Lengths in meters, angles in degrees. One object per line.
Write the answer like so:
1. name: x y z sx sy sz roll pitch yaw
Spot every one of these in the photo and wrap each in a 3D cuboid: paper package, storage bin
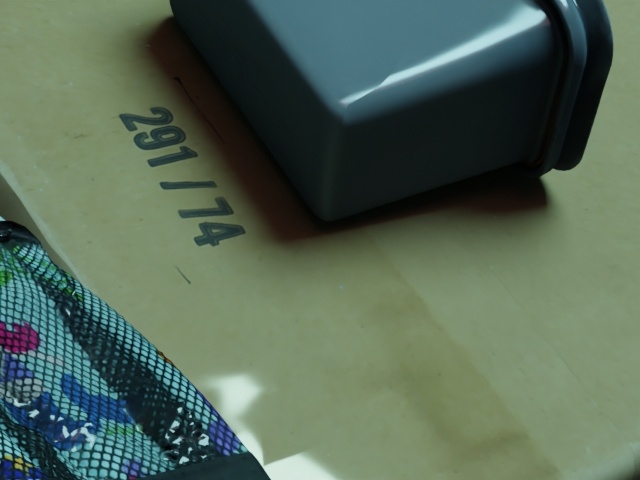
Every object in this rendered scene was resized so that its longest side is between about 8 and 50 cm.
1. paper package: 0.000 0.000 0.678 0.309 0.168 0.325 -22 60 -32
2. storage bin: 0.015 -0.075 0.578 0.091 0.098 0.135 -24 60 -22

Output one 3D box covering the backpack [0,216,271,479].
1. backpack: -0.157 0.086 0.488 0.191 0.225 0.253 6 29 -49
